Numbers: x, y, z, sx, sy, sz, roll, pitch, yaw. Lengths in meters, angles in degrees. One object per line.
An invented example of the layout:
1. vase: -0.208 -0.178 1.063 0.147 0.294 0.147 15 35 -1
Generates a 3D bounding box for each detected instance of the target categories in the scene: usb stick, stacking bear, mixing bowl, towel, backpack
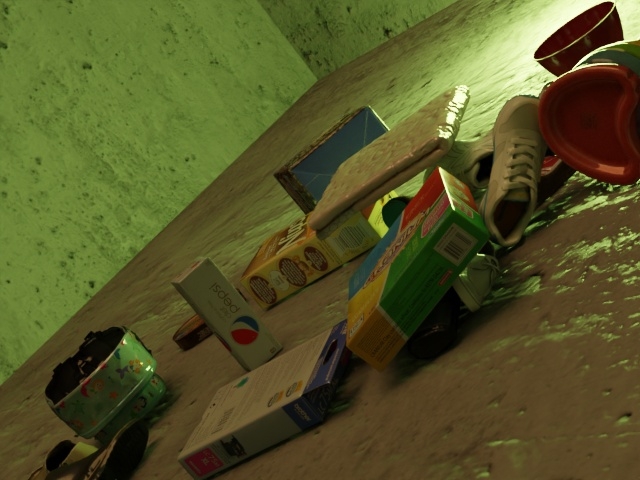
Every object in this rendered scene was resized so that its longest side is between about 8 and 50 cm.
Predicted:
1. usb stick: 0.170 0.084 1.588 0.077 0.045 0.278 -34 14 22
2. stacking bear: 0.462 -0.225 1.608 0.164 0.175 0.289 12 35 41
3. mixing bowl: 0.498 -0.355 2.044 0.181 0.098 0.181 -35 14 10
4. towel: 0.136 -0.153 2.051 0.317 0.053 0.332 -34 13 25
5. backpack: -0.422 0.287 2.156 0.225 0.191 0.253 -45 7 -14

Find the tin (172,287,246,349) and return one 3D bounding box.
1. tin: -0.242 0.173 2.390 0.189 0.040 0.106 -34 18 18

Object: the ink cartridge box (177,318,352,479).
1. ink cartridge box: -0.065 0.240 1.663 0.311 0.065 0.186 -33 14 30

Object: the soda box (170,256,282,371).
1. soda box: -0.167 0.132 1.944 0.074 0.216 0.069 -42 13 -16

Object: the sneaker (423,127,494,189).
1. sneaker: 0.267 -0.128 1.941 0.232 0.090 0.115 -29 20 38

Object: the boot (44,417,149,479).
1. boot: -0.405 0.389 1.940 0.137 0.077 0.198 -4 31 31

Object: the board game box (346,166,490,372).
1. board game box: 0.134 0.031 1.597 0.242 0.064 0.316 -53 7 12

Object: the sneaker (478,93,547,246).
1. sneaker: 0.293 -0.102 1.615 0.087 0.229 0.092 6 18 -7

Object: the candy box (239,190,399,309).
1. candy box: 0.000 0.000 2.208 0.316 0.087 0.183 -30 16 28

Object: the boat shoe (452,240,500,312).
1. boat shoe: 0.225 0.045 1.557 0.063 0.066 0.184 -35 4 18

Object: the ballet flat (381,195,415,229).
1. ballet flat: 0.187 -0.044 1.948 0.073 0.080 0.232 -14 8 -21

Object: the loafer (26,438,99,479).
1. loafer: -0.485 0.429 2.071 0.268 0.092 0.102 -24 18 43

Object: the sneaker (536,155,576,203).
1. sneaker: 0.345 -0.096 1.721 0.118 0.042 0.067 -34 16 -13

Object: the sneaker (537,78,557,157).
1. sneaker: 0.399 -0.193 1.803 0.226 0.086 0.163 -14 -36 -41

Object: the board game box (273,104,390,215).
1. board game box: 0.038 -0.173 2.488 0.232 0.141 0.291 -41 7 -7
